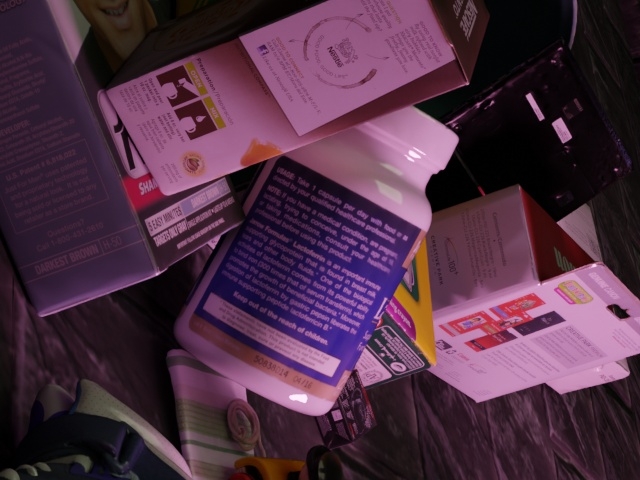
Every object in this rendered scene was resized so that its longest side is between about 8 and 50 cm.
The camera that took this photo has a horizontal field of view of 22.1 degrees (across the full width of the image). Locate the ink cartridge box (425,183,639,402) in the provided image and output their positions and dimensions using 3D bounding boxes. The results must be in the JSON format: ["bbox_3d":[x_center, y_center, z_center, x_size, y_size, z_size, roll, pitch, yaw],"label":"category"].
[{"bbox_3d":[0.238,0.061,1.923,0.309,0.272,0.130,36,40,-57],"label":"ink cartridge box"}]

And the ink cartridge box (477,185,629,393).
[{"bbox_3d":[0.339,0.059,2.387,0.207,0.117,0.283,36,40,-57],"label":"ink cartridge box"}]

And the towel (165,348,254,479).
[{"bbox_3d":[-0.091,0.174,1.376,0.113,0.023,0.152,28,49,-58],"label":"towel"}]

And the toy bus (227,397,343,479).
[{"bbox_3d":[0.000,0.239,1.344,0.202,0.104,0.191,54,30,-21],"label":"toy bus"}]

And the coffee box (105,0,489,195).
[{"bbox_3d":[-0.013,-0.138,1.198,0.098,0.247,0.141,62,23,-21],"label":"coffee box"}]

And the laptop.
[{"bbox_3d":[0.194,-0.116,1.935,0.234,0.264,0.136,51,6,-41],"label":"laptop"}]

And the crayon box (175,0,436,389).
[{"bbox_3d":[-0.013,-0.072,1.655,0.363,0.106,0.313,48,30,-46],"label":"crayon box"}]

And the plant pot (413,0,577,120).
[{"bbox_3d":[0.148,-0.291,2.052,0.293,0.293,0.196,62,-4,-22],"label":"plant pot"}]

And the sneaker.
[{"bbox_3d":[-0.191,0.174,1.030,0.323,0.130,0.236,26,24,-39],"label":"sneaker"}]

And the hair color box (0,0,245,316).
[{"bbox_3d":[-0.202,-0.151,1.248,0.374,0.114,0.185,68,21,-6],"label":"hair color box"}]

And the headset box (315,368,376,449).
[{"bbox_3d":[0.023,0.167,1.638,0.062,0.032,0.083,71,20,-2],"label":"headset box"}]

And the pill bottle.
[{"bbox_3d":[0.000,0.000,1.378,0.264,0.153,0.153,-62,151,1],"label":"pill bottle"}]
